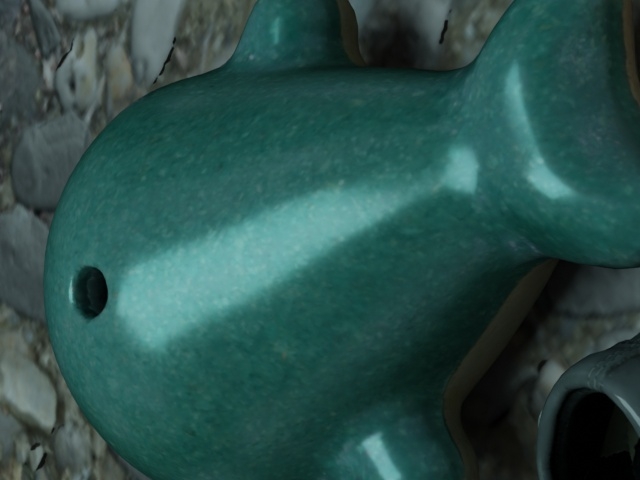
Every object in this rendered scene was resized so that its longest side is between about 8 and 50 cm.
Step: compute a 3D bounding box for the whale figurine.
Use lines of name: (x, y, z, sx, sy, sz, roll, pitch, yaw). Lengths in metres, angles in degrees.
whale figurine: (0.000, 0.000, 0.570, 0.272, 0.141, 0.216, -28, 70, 46)

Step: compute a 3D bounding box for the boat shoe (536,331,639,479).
boat shoe: (0.092, 0.175, 0.500, 0.116, 0.099, 0.319, 22, 108, 47)
